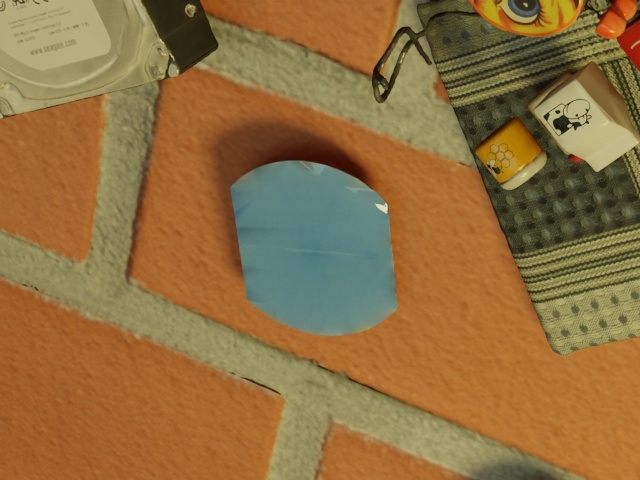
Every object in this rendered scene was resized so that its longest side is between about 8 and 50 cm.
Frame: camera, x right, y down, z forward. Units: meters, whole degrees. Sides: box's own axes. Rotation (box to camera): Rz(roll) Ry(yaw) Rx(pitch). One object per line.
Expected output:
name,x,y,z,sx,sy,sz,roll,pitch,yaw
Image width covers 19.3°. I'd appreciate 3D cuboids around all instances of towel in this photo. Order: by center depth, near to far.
towel,0.261,-0.080,1.371,0.324,0.056,0.312,-14,108,33

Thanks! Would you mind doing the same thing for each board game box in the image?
board game box,0.000,0.000,1.546,0.133,0.033,0.169,4,124,18

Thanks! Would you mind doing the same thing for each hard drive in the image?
hard drive,-0.242,-0.268,1.459,0.237,0.064,0.339,-7,114,43

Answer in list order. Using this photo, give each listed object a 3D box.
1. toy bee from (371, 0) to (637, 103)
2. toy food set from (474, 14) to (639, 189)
toy bee,0.144,-0.211,1.265,0.162,0.195,0.298,20,152,13
toy food set,0.225,-0.089,1.281,0.232,0.111,0.104,-37,94,34
